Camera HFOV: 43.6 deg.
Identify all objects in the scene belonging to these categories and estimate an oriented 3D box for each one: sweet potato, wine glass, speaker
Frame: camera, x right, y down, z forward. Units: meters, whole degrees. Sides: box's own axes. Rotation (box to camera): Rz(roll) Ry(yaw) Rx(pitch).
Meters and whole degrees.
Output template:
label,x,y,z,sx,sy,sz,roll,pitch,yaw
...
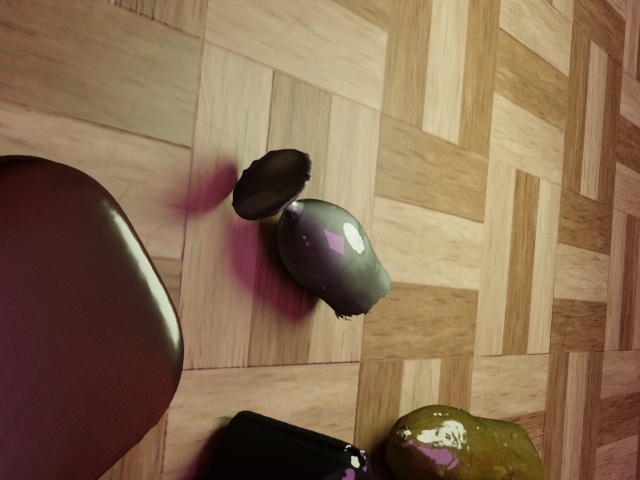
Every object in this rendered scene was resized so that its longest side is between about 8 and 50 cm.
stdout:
label,x,y,z,sx,sy,sz,roll,pitch,yaw
sweet potato,0.194,0.312,1.135,0.369,0.157,0.158,20,76,-40
wine glass,0.000,0.000,0.893,0.222,0.103,0.103,49,55,-42
speaker,-0.030,0.393,0.824,0.184,0.180,0.388,-33,118,-41

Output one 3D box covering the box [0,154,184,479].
label,x,y,z,sx,sy,sz,roll,pitch,yaw
box,-0.267,0.108,0.532,0.404,0.108,0.263,-40,114,-45
